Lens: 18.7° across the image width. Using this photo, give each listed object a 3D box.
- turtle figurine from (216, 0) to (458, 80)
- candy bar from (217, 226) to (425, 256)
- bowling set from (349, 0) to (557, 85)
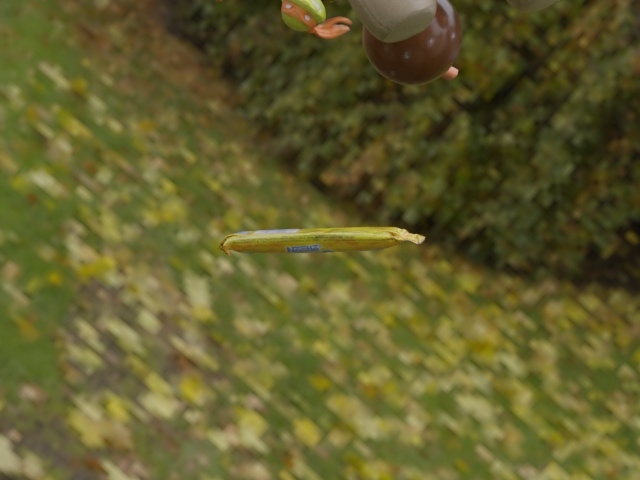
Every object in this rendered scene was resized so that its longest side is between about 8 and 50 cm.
[{"bbox_3d":[0.026,-0.259,1.697,0.269,0.217,0.087,25,-12,5],"label":"turtle figurine"},{"bbox_3d":[0.000,0.000,1.504,0.161,0.018,0.040,-2,7,15],"label":"candy bar"},{"bbox_3d":[0.046,-0.184,0.983,0.287,0.200,0.154,-13,69,-40],"label":"bowling set"}]
